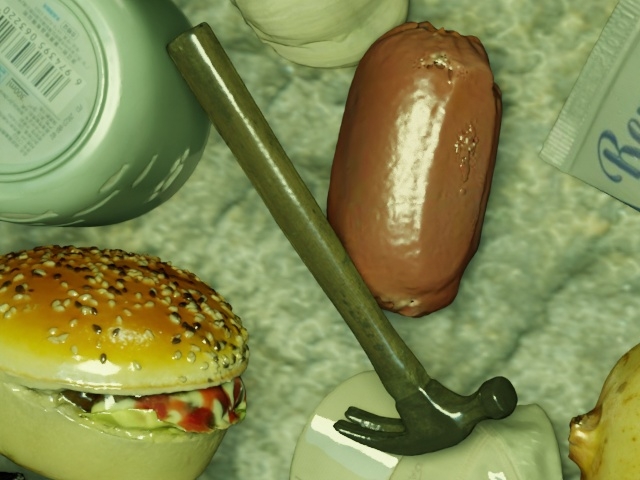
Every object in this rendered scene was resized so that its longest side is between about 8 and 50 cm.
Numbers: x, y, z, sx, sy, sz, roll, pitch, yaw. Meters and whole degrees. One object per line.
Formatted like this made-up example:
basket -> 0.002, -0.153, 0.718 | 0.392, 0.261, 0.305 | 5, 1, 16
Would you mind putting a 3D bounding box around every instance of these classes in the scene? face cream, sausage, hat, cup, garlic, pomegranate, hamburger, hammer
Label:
face cream -> 0.425, -0.064, 1.639 | 0.420, 0.137, 0.235 | 33, 123, 13
sausage -> 0.085, -0.062, 1.681 | 0.152, 0.152, 0.280 | 13, 98, 7
hat -> 0.093, 0.229, 1.697 | 0.226, 0.164, 0.219 | 24, 95, -12
cup -> -0.295, -0.123, 1.669 | 0.356, 0.274, 0.259 | -20, 88, 7
garlic -> -0.012, -0.266, 1.699 | 0.178, 0.143, 0.229 | -29, 96, 6
pomegranate -> 0.346, 0.196, 1.603 | 0.264, 0.264, 0.264 | 0, 91, 8
hamburger -> -0.201, 0.104, 1.663 | 0.300, 0.300, 0.176 | 18, 106, 7
hammer -> 0.000, 0.000, 1.616 | 0.168, 0.044, 0.440 | -26, 100, 32

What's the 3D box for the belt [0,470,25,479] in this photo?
belt -> -0.352, 0.391, 1.772 | 0.094, 0.126, 0.360 | 9, 98, -2
